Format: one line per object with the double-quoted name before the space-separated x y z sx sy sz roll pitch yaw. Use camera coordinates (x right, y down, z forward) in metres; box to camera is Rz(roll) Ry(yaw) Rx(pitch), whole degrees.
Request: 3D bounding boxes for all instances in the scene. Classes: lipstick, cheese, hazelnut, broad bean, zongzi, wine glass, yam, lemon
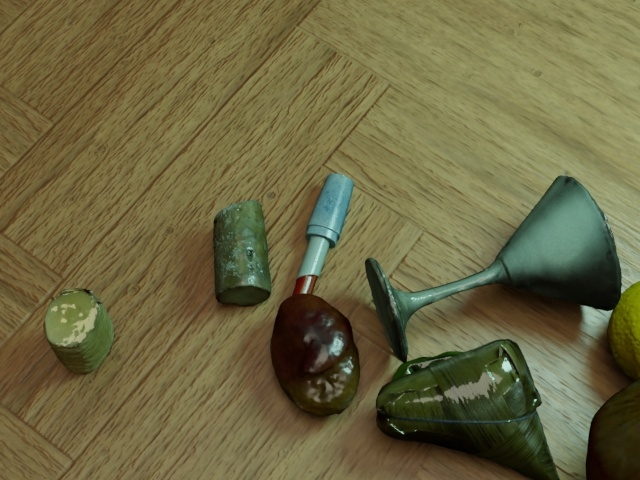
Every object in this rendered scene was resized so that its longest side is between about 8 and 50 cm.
"lipstick" 0.000 0.000 1.940 0.068 0.061 0.274 17 65 4
"cheese" -0.431 0.161 1.796 0.093 0.167 0.123 18 68 5
"hazelnut" 0.591 0.380 1.610 0.365 0.366 0.366 0 65 -1
"broad bean" 0.213 0.235 1.842 0.195 0.046 0.061 -19 78 -5
"broad bean" -0.010 0.204 1.811 0.156 0.122 0.229 -10 62 -8
"zongzi" 0.266 0.351 1.761 0.286 0.138 0.300 -22 94 1
"wine glass" 0.303 0.067 1.826 0.405 0.267 0.267 -19 66 -4
"yam" -0.150 0.020 1.904 0.107 0.107 0.194 -4 64 -3
"lemon" 0.617 0.162 1.806 0.192 0.192 0.231 29 61 12
